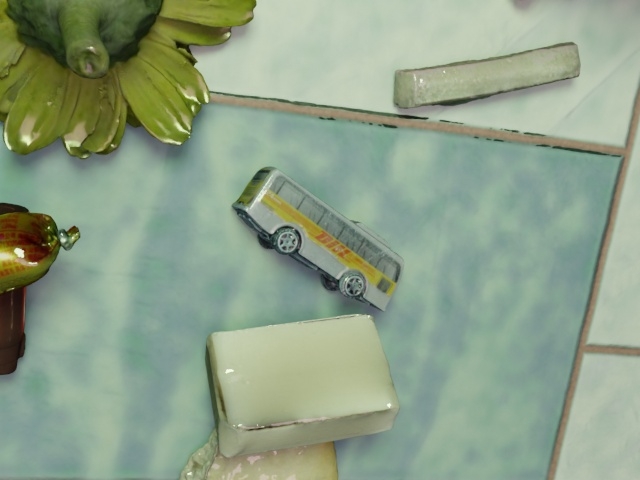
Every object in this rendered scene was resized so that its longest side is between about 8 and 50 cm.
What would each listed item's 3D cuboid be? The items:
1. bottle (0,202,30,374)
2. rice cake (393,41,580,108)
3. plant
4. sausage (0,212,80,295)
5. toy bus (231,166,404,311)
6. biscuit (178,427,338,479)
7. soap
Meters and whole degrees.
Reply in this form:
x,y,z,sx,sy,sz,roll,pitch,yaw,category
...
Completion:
x,y,z,sx,sy,sz,roll,pitch,yaw,category
-0.309,0.049,0.844,0.060,0.060,0.164,3,105,-16,bottle
0.175,-0.173,0.921,0.206,0.036,0.047,-13,96,-11,rice cake
-0.220,-0.204,0.730,0.261,0.297,0.306,17,119,12,plant
-0.386,0.043,0.773,0.371,0.082,0.082,-17,109,2,sausage
0.000,0.000,0.911,0.190,0.064,0.075,33,83,-21,toy bus
-0.070,0.275,0.981,0.188,0.040,0.265,-5,106,-16,biscuit
-0.021,0.147,0.910,0.183,0.121,0.064,-6,145,-13,soap
